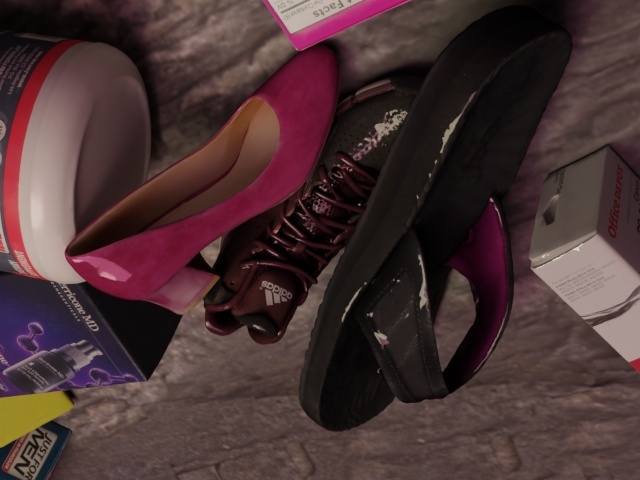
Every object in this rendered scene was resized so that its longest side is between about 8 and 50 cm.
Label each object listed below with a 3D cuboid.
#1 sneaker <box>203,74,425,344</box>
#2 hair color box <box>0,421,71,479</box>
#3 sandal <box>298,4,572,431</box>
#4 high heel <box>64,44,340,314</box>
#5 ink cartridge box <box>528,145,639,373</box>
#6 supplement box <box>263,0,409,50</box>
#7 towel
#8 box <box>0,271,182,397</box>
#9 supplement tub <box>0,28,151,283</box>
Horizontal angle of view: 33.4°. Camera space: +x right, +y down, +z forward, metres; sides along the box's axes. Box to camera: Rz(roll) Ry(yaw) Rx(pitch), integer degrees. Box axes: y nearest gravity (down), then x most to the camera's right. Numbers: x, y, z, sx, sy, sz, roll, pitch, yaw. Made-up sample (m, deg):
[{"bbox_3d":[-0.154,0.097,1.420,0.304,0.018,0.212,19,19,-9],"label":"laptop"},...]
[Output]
[{"bbox_3d":[0.000,0.000,0.840,0.106,0.162,0.281,37,132,-15],"label":"sneaker"},{"bbox_3d":[-0.491,0.232,1.264,0.347,0.105,0.174,27,134,-6],"label":"hair color box"},{"bbox_3d":[0.089,0.033,0.816,0.107,0.167,0.446,42,141,22],"label":"sandal"},{"bbox_3d":[-0.085,-0.058,0.792,0.244,0.082,0.117,-51,138,8],"label":"high heel"},{"bbox_3d":[0.235,0.019,0.812,0.150,0.109,0.063,42,131,-19],"label":"ink cartridge box"},{"bbox_3d":[-0.017,-0.247,0.657,0.114,0.111,0.220,-17,124,30],"label":"supplement box"},{"bbox_3d":[-0.369,0.121,1.148,0.102,0.021,0.237,-28,123,1],"label":"towel"},{"bbox_3d":[-0.261,0.056,1.021,0.207,0.108,0.153,-10,126,27],"label":"box"},{"bbox_3d":[-0.290,-0.079,0.850,0.272,0.191,0.191,10,133,10],"label":"supplement tub"}]
